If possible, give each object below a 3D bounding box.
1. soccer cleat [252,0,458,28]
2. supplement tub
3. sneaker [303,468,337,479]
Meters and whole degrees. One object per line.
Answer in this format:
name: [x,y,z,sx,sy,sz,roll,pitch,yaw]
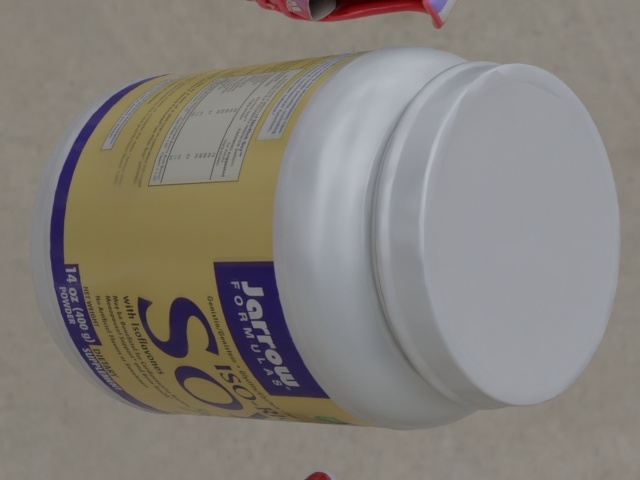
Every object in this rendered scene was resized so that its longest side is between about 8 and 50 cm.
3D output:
soccer cleat: [-0.036,-0.220,1.331,0.318,0.108,0.116,4,65,21]
supplement tub: [0.000,0.000,1.147,0.331,0.241,0.241,-2,32,42]
sneaker: [-0.035,0.225,1.355,0.042,0.118,0.067,39,12,31]
